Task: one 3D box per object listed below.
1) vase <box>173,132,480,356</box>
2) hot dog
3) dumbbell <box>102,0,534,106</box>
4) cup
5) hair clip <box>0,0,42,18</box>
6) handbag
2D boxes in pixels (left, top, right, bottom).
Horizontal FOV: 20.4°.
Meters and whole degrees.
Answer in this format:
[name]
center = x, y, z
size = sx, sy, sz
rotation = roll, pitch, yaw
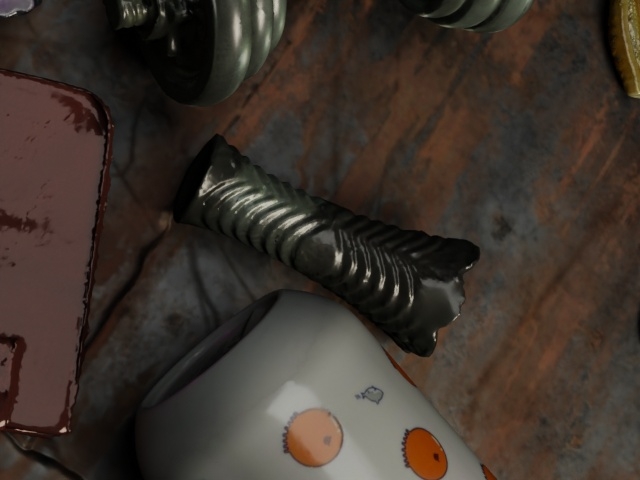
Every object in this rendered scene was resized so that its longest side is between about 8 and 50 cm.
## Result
[vase]
center = 0.000, 0.000, 1.448
size = 0.237, 0.115, 0.115
rotation = 26, 70, -14
[hot dog]
center = 0.286, -0.199, 1.662
size = 0.044, 0.028, 0.137
rotation = 1, 81, -52
[dumbbell]
center = 0.012, -0.227, 1.450
size = 0.406, 0.179, 0.179
rotation = -17, 88, -27
[cup]
center = 0.018, 0.202, 1.349
size = 0.212, 0.212, 0.317
rotation = -43, 99, -26
[hair clip]
center = -0.218, -0.273, 1.407
size = 0.106, 0.084, 0.292
rotation = 38, 71, -20
[handbag]
center = -0.291, 0.002, 1.310
size = 0.260, 0.084, 0.275
rotation = 10, 76, -25
